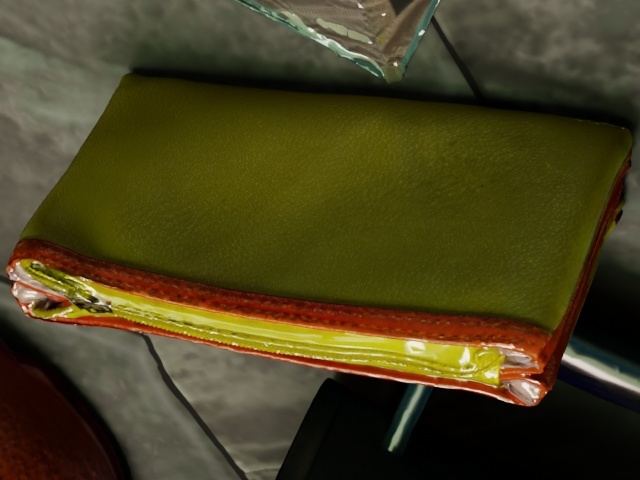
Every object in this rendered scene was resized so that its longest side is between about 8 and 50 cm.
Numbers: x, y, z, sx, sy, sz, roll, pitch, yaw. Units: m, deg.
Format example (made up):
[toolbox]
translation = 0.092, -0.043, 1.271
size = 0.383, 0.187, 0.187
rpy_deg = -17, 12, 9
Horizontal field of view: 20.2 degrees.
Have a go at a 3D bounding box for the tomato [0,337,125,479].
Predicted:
[tomato]
translation = -0.284, 0.190, 0.993
size = 0.289, 0.176, 0.335
rpy_deg = 45, 123, -10

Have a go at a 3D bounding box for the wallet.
[wallet]
translation = 0.000, 0.000, 0.760
size = 0.241, 0.141, 0.067
rpy_deg = 9, 135, 19

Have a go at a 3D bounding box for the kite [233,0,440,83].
[kite]
translation = -0.028, -0.192, 0.704
size = 0.335, 0.011, 0.314
rpy_deg = -6, 124, 28

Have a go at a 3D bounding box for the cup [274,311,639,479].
[cup]
translation = 0.101, 0.205, 0.849
size = 0.292, 0.308, 0.242
rpy_deg = 24, 165, 5
